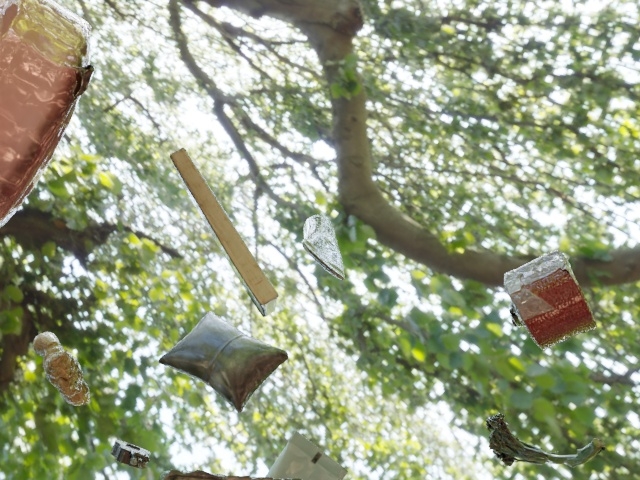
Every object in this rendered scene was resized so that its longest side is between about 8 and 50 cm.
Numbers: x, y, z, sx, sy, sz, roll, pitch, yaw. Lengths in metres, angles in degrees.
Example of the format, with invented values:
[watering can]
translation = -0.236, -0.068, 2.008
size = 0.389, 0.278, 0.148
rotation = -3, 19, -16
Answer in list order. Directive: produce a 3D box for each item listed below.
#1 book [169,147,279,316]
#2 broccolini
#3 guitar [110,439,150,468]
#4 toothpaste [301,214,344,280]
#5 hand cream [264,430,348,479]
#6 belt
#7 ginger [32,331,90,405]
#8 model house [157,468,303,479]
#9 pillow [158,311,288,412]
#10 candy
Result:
[book]
translation = -0.110, 0.003, 0.899
size = 0.025, 0.269, 0.191
rotation = -31, -95, -8
[broccolini]
translation = 0.401, 0.359, 1.355
size = 0.123, 0.271, 0.062
rotation = 44, -121, -11
[guitar]
translation = -0.380, 0.444, 1.511
size = 0.083, 0.271, 0.038
rotation = 22, -107, -14
[toothpaste]
translation = 0.000, 0.000, 1.439
size = 0.099, 0.392, 0.061
rotation = 41, -84, -8
[hand cream]
translation = -0.094, 0.474, 1.202
size = 0.321, 0.109, 0.067
rotation = -52, -7, -8
[belt]
translation = 0.365, 0.104, 1.199
size = 0.124, 0.128, 0.201
rotation = -27, -26, 14
[ginger]
translation = -0.463, 0.248, 1.344
size = 0.059, 0.133, 0.214
rotation = -33, -44, -24
[model house]
translation = -0.095, 0.375, 0.796
size = 0.237, 0.202, 0.237
rotation = 9, -30, -15
[pillow]
translation = -0.223, 0.268, 1.695
size = 0.186, 0.249, 0.106
rotation = -47, -31, -35
[candy]
translation = -0.300, -0.118, 0.674
size = 0.094, 0.255, 0.255
rotation = 29, -83, -33
